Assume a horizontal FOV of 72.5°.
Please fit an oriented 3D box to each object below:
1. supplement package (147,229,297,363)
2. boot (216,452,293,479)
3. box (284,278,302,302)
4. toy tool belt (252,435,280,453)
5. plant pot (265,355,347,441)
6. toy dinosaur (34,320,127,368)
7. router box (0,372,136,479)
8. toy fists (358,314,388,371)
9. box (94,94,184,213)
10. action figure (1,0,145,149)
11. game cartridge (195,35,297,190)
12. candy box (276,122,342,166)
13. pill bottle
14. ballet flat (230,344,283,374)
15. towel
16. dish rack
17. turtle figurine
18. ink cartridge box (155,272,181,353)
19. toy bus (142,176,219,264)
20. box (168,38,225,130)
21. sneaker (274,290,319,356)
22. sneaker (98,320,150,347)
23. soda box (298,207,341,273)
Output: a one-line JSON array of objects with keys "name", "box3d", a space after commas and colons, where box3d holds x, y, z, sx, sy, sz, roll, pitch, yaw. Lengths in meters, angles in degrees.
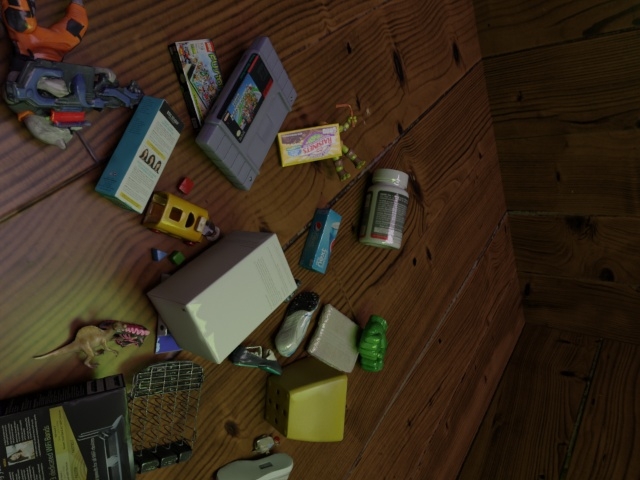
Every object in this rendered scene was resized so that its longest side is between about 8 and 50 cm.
[{"name": "supplement package", "box3d": [-0.233, 0.124, 1.082, 0.293, 0.175, 0.178, -42, 124, -39]}, {"name": "boot", "box3d": [-0.204, 0.739, 1.324, 0.258, 0.095, 0.123, 8, 104, -36]}, {"name": "box", "box3d": [-0.107, 0.156, 1.374, 0.083, 0.067, 0.018, -52, 129, -29]}, {"name": "toy tool belt", "box3d": [-0.174, 0.649, 1.384, 0.083, 0.052, 0.051, 6, 128, -45]}, {"name": "plant pot", "box3d": [-0.059, 0.510, 1.383, 0.187, 0.212, 0.212, 2, 93, -36]}, {"name": "toy dinosaur", "box3d": [-0.505, 0.228, 0.952, 0.183, 0.053, 0.093, -23, 121, -14]}, {"name": "router box", "box3d": [-0.517, 0.458, 0.895, 0.242, 0.081, 0.309, -6, 100, -29]}, {"name": "toy fists", "box3d": [0.207, 0.415, 1.682, 0.142, 0.096, 0.279, -57, 154, -32]}, {"name": "box", "box3d": [-0.401, -0.193, 0.982, 0.100, 0.060, 0.244, 61, 46, -68]}, {"name": "action figure", "box3d": [-0.504, -0.346, 0.850, 0.341, 0.178, 0.330, -30, 127, -75]}, {"name": "game cartridge", "box3d": [-0.186, -0.343, 1.188, 0.355, 0.068, 0.230, -67, 157, -18]}, {"name": "candy box", "box3d": [-0.033, -0.300, 1.364, 0.205, 0.027, 0.105, -15, 112, -19]}, {"name": "pill bottle", "box3d": [0.248, -0.118, 1.663, 0.161, 0.161, 0.283, 15, 84, -48]}, {"name": "ballet flat", "box3d": [-0.181, 0.357, 1.318, 0.203, 0.074, 0.074, 31, 72, -42]}, {"name": "towel", "box3d": [0.062, 0.366, 1.604, 0.282, 0.049, 0.187, 43, 62, -43]}, {"name": "dish rack", "box3d": [-0.398, 0.434, 1.086, 0.208, 0.074, 0.272, 11, 85, -49]}, {"name": "turtle figurine", "box3d": [0.038, -0.311, 1.462, 0.269, 0.087, 0.217, -43, 110, -21]}, {"name": "ink cartridge box", "box3d": [-0.325, 0.189, 1.153, 0.206, 0.045, 0.208, 3, 93, -49]}, {"name": "toy bus", "box3d": [-0.327, -0.045, 1.077, 0.202, 0.104, 0.191, -36, 121, -39]}, {"name": "box", "box3d": [-0.300, -0.398, 1.113, 0.114, 0.036, 0.207, -33, 118, -41]}, {"name": "sneaker", "box3d": [-0.075, 0.269, 1.425, 0.237, 0.085, 0.086, -58, 159, -30]}, {"name": "sneaker", "box3d": [-0.459, 0.222, 1.013, 0.119, 0.047, 0.057, 27, 86, -45]}, {"name": "soda box", "box3d": [0.000, 0.000, 1.474, 0.071, 0.067, 0.210, 30, 73, -46]}]
